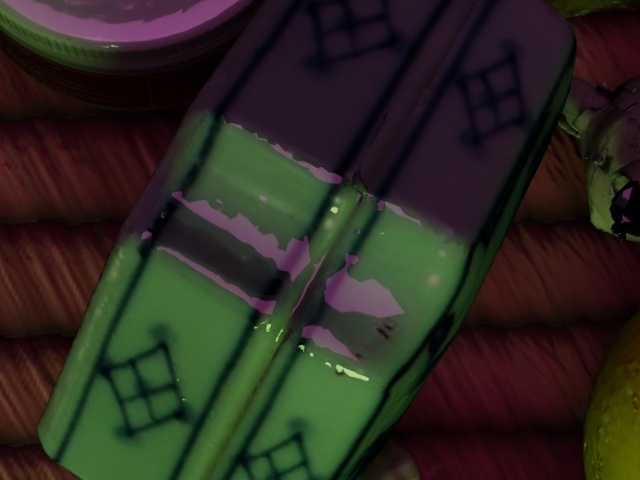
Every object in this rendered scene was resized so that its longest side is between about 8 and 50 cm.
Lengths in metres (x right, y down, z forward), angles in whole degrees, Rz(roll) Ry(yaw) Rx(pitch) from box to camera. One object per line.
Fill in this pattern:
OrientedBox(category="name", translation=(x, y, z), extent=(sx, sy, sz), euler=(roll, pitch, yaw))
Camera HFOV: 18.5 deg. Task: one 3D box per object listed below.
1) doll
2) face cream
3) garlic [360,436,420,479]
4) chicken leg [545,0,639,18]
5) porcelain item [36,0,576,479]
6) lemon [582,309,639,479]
OrientedBox(category="doll", translation=(0.222, -0.043, 1.079), extent=(0.192, 0.149, 0.095), euler=(-2, 126, -16))
OrientedBox(category="face cream", translation=(-0.104, -0.181, 1.066), extent=(0.201, 0.187, 0.201), euler=(0, 84, -3))
OrientedBox(category="garlic", translation=(0.064, 0.282, 1.051), extent=(0.279, 0.132, 0.325), euler=(-34, 81, -10))
OrientedBox(category="chicken leg", translation=(0.183, -0.212, 1.109), extent=(0.361, 0.140, 0.211), euler=(-14, 93, -8))
OrientedBox(category="porcelain item", translation=(0.000, 0.000, 0.981), extent=(0.157, 0.286, 0.281), euler=(30, 45, 2))
OrientedBox(category="lemon", translation=(0.226, 0.111, 1.060), extent=(0.173, 0.173, 0.206), euler=(1, 129, -1))
